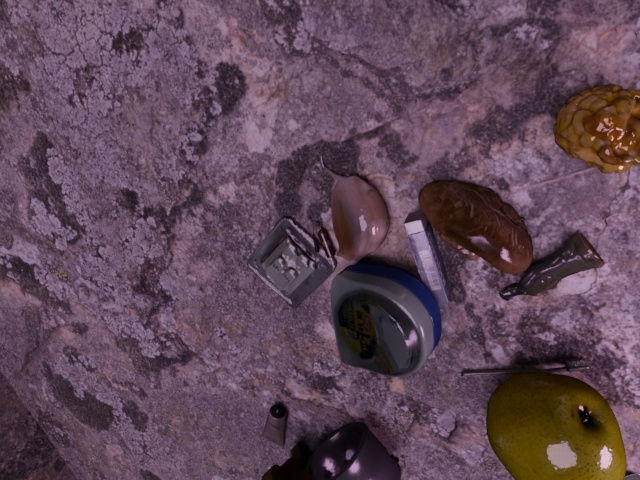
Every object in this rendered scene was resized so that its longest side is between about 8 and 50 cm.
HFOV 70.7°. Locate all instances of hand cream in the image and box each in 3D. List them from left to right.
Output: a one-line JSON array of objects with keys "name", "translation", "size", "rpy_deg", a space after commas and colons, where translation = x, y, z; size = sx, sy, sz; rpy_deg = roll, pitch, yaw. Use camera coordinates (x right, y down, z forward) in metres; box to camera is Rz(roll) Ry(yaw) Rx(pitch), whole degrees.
[{"name": "hand cream", "translation": [-0.146, 0.599, 1.460], "size": [0.087, 0.054, 0.186], "rpy_deg": [21, 124, 17]}]

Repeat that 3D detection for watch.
[{"name": "watch", "translation": [0.055, 0.673, 1.295], "size": [0.327, 0.335, 0.314], "rpy_deg": [-38, 89, 10]}]

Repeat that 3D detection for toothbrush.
[{"name": "toothbrush", "translation": [0.494, 0.320, 1.111], "size": [0.294, 0.026, 0.028], "rpy_deg": [-16, 87, 25]}]

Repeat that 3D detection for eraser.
[{"name": "eraser", "translation": [0.251, 0.041, 1.050], "size": [0.046, 0.092, 0.212], "rpy_deg": [-15, 105, 24]}]

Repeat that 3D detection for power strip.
[{"name": "power strip", "translation": [-0.086, 0.070, 1.208], "size": [0.198, 0.064, 0.213], "rpy_deg": [42, 119, 1]}]

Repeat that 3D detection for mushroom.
[{"name": "mushroom", "translation": [0.331, -0.021, 0.962], "size": [0.286, 0.151, 0.156], "rpy_deg": [34, 117, 5]}]

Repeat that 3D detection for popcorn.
[{"name": "popcorn", "translation": [0.518, -0.197, 0.814], "size": [0.180, 0.180, 0.170], "rpy_deg": [58, 152, -8]}]

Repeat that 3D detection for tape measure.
[{"name": "tape measure", "translation": [0.149, 0.195, 1.073], "size": [0.262, 0.138, 0.259], "rpy_deg": [13, 123, 42]}]

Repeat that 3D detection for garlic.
[{"name": "garlic", "translation": [0.084, -0.081, 1.075], "size": [0.149, 0.128, 0.266], "rpy_deg": [-7, 98, 11]}]

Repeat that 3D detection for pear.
[{"name": "pear", "translation": [0.519, 0.432, 1.006], "size": [0.294, 0.294, 0.294], "rpy_deg": [8, 114, 18]}]

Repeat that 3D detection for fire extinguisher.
[{"name": "fire extinguisher", "translation": [0.001, -0.001, 1.161], "size": [0.046, 0.032, 0.100], "rpy_deg": [-20, 93, 28]}]

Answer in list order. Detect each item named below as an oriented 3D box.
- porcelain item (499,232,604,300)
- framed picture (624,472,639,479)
[{"name": "porcelain item", "translation": [0.493, 0.074, 0.986], "size": [0.081, 0.069, 0.216], "rpy_deg": [29, 127, -31]}, {"name": "framed picture", "translation": [0.754, 0.729, 1.184], "size": [0.296, 0.019, 0.232], "rpy_deg": [-39, 93, 30]}]
